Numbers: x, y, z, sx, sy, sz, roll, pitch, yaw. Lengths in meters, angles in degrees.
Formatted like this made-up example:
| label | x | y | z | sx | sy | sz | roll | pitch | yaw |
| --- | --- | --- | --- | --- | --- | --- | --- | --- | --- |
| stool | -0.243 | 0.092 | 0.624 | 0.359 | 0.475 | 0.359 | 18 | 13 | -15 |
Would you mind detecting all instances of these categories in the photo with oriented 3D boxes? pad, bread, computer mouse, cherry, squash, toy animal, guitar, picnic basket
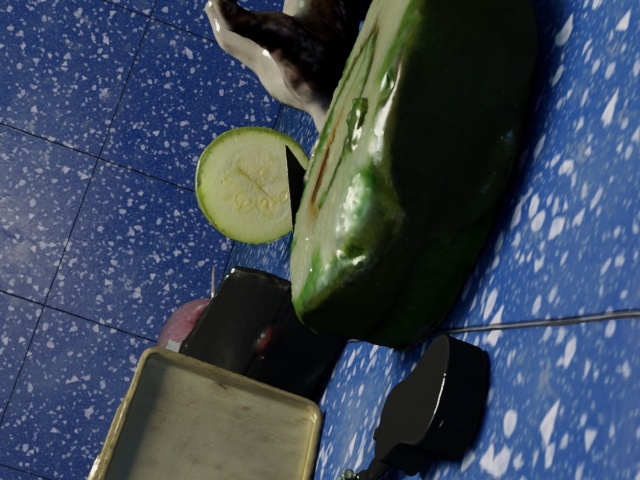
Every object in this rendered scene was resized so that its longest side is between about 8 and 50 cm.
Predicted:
| label | x | y | z | sx | sy | sz | roll | pitch | yaw |
| --- | --- | --- | --- | --- | --- | --- | --- | --- | --- |
| pad | 0.000 | 0.000 | 1.150 | 0.211 | 0.003 | 0.142 | 49 | -147 | -66 |
| bread | 0.067 | -0.083 | 0.974 | 0.382 | 0.129 | 0.366 | 147 | 141 | -78 |
| computer mouse | -0.088 | 0.156 | 1.266 | 0.295 | 0.168 | 0.087 | -60 | 6 | 43 |
| cherry | -0.183 | 0.199 | 1.783 | 0.213 | 0.184 | 0.266 | -55 | -28 | -47 |
| squash | -0.120 | -0.100 | 1.939 | 0.041 | 0.219 | 0.219 | 156 | 133 | -77 |
| toy animal | 0.040 | -0.302 | 1.417 | 0.344 | 0.303 | 0.194 | -48 | 6 | -18 |
| guitar | 0.054 | 0.158 | 0.821 | 0.271 | 0.038 | 0.083 | 122 | 167 | -55 |
| picnic basket | -0.149 | 0.308 | 1.142 | 0.175 | 0.228 | 0.312 | 121 | 166 | -47 |
